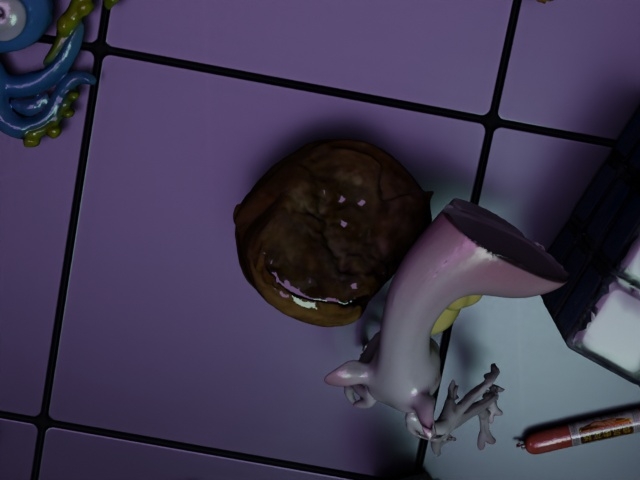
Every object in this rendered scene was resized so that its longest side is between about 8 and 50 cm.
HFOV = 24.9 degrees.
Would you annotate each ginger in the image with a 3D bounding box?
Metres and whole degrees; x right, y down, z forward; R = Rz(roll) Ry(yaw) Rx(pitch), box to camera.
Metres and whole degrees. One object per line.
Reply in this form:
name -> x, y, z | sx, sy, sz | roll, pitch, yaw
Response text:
ginger -> -0.003, -0.002, 1.742 | 0.200, 0.223, 0.269 | 41, 60, 1

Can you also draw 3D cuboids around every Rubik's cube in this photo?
Rubik's cube -> 0.465, 0.033, 1.722 | 0.304, 0.305, 0.301 | 29, 102, -4

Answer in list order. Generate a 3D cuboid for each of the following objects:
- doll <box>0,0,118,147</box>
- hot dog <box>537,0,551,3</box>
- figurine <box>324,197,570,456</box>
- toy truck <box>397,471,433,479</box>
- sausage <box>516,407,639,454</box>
doll -> -0.450, -0.243, 1.763 | 0.346, 0.099, 0.341 | 33, 98, -4
hot dog -> 0.263, -0.360, 1.756 | 0.078, 0.061, 0.169 | 3, 76, -8
figurine -> 0.152, 0.120, 1.706 | 0.206, 0.284, 0.315 | 44, 110, 17
toy truck -> 0.115, 0.362, 1.816 | 0.108, 0.256, 0.140 | -17, 95, 4
sausage -> 0.381, 0.245, 1.901 | 0.253, 0.034, 0.034 | -13, 102, 3
